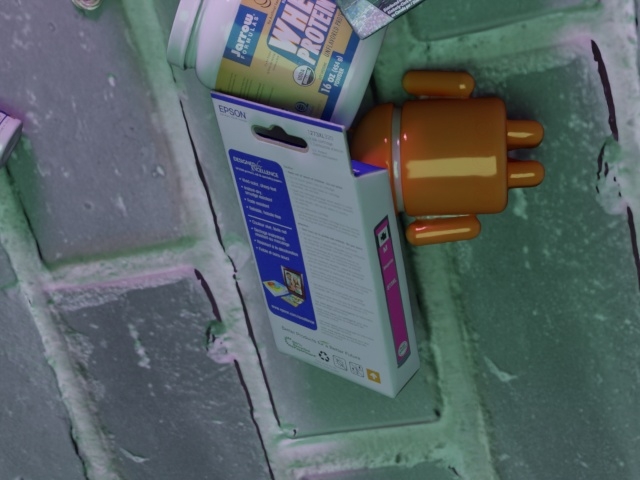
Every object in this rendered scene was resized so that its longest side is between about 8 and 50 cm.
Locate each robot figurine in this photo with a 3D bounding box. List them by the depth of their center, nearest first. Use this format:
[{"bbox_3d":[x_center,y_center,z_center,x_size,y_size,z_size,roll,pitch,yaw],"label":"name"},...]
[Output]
[{"bbox_3d":[0.127,-0.090,1.240,0.220,0.128,0.158,-2,128,9],"label":"robot figurine"}]

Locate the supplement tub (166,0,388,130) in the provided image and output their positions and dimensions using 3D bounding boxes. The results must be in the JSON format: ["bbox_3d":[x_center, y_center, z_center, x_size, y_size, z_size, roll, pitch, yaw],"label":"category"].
[{"bbox_3d":[-0.043,-0.205,1.192,0.200,0.144,0.144,19,118,-3],"label":"supplement tub"}]

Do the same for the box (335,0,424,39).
[{"bbox_3d":[0.073,-0.311,1.064,0.163,0.247,0.142,-29,108,20],"label":"box"}]

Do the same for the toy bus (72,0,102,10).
[{"bbox_3d":[-0.207,-0.330,1.173,0.191,0.104,0.202,-9,115,12],"label":"toy bus"}]

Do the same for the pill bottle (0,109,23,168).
[{"bbox_3d":[-0.406,-0.133,1.323,0.120,0.067,0.067,27,117,-7],"label":"pill bottle"}]

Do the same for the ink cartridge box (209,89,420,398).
[{"bbox_3d":[0.000,0.000,1.257,0.176,0.069,0.370,19,139,34],"label":"ink cartridge box"}]
